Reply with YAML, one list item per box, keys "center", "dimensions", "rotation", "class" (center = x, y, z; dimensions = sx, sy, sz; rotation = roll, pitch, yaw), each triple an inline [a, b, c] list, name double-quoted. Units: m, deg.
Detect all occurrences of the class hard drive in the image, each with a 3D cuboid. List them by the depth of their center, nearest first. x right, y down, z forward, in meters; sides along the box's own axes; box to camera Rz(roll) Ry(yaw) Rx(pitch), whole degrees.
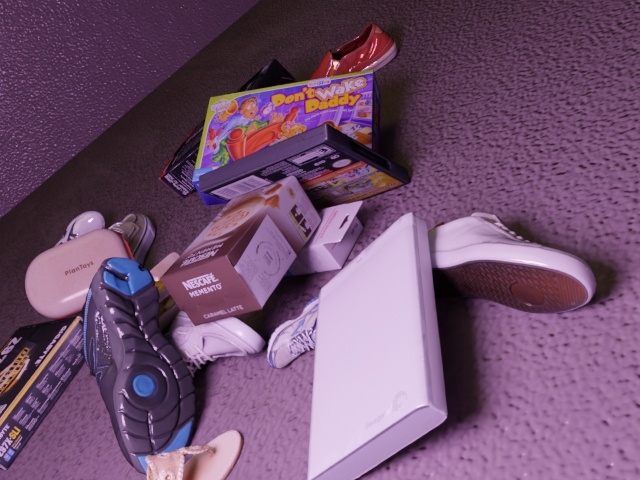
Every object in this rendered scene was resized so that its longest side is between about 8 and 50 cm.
- center: [0.063, 0.128, 0.897]
  dimensions: [0.203, 0.040, 0.308]
  rotation: [-44, 26, 33]
  class: "hard drive"

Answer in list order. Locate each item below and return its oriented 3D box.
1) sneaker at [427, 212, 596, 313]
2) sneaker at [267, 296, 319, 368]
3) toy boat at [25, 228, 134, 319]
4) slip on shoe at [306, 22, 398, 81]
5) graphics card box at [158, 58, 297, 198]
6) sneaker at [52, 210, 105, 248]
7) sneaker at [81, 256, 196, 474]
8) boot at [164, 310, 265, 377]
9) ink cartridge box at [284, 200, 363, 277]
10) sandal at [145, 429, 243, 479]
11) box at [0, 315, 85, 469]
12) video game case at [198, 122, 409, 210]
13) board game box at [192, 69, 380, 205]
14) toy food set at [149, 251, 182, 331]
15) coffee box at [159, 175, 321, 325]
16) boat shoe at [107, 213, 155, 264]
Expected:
- center: [0.224, 0.010, 0.910]
  dimensions: [0.123, 0.106, 0.290]
  rotation: [-52, 29, -21]
  class: "sneaker"
- center: [-0.022, 0.137, 1.066]
  dimensions: [0.135, 0.052, 0.058]
  rotation: [-46, 33, -16]
  class: "sneaker"
- center: [-0.503, 0.081, 1.551]
  dimensions: [0.231, 0.151, 0.151]
  rotation: [-23, -15, -8]
  class: "toy boat"
- center: [0.032, -0.423, 1.813]
  dimensions: [0.331, 0.101, 0.123]
  rotation: [-32, 29, 13]
  class: "slip on shoe"
- center: [-0.235, -0.281, 1.846]
  dimensions: [0.370, 0.094, 0.233]
  rotation: [-33, 24, 37]
  class: "graphics card box"
- center: [-0.659, 0.030, 1.931]
  dimensions: [0.235, 0.094, 0.153]
  rotation: [-40, 29, -5]
  class: "sneaker"
- center: [-0.289, 0.200, 1.123]
  dimensions: [0.139, 0.125, 0.341]
  rotation: [-43, 54, 40]
  class: "sneaker"
- center: [-0.189, 0.182, 1.166]
  dimensions: [0.123, 0.095, 0.258]
  rotation: [-56, 24, -21]
  class: "boot"
- center: [0.000, 0.000, 1.238]
  dimensions: [0.180, 0.060, 0.104]
  rotation: [-11, 37, 41]
  class: "ink cartridge box"
- center: [-0.215, 0.325, 0.967]
  dimensions: [0.240, 0.079, 0.088]
  rotation: [-41, 28, -8]
  class: "sandal"
- center: [-0.628, 0.308, 1.485]
  dimensions: [0.257, 0.079, 0.322]
  rotation: [-14, 35, 40]
  class: "box"
- center: [-0.026, -0.105, 1.257]
  dimensions: [0.274, 0.248, 0.035]
  rotation: [-18, 67, 33]
  class: "video game case"
- center: [-0.060, -0.200, 1.418]
  dimensions: [0.346, 0.078, 0.234]
  rotation: [-7, 52, 14]
  class: "board game box"
- center: [-0.328, 0.108, 1.376]
  dimensions: [0.219, 0.092, 0.306]
  rotation: [-44, 16, -13]
  class: "toy food set"
- center: [-0.117, 0.011, 1.143]
  dimensions: [0.141, 0.098, 0.246]
  rotation: [-18, 23, 32]
  class: "coffee box"
- center: [-0.470, 0.004, 1.746]
  dimensions: [0.109, 0.094, 0.302]
  rotation: [-31, 28, 11]
  class: "boat shoe"
